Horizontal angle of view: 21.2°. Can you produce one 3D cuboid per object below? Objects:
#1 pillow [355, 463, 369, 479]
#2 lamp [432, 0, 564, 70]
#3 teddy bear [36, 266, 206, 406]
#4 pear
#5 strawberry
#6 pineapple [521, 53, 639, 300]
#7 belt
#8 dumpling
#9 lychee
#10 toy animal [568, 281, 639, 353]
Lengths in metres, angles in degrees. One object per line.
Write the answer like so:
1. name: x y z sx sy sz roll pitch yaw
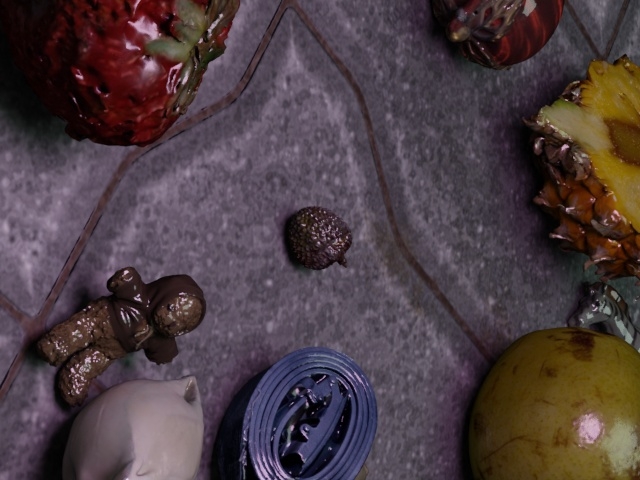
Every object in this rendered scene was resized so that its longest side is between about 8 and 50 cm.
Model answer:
1. pillow: -0.026 0.276 1.818 0.119 0.053 0.208 49 52 -18
2. lamp: 0.230 -0.285 2.057 0.223 0.215 0.151 -20 74 -18
3. teddy bear: -0.185 0.078 1.591 0.160 0.078 0.119 -27 129 -9
4. pear: 0.315 0.244 2.103 0.283 0.284 0.283 -2 93 -52
5. strawberry: -0.181 -0.231 1.497 0.274 0.220 0.274 25 90 -83
6. pineapple: 0.336 -0.080 2.233 0.286 0.209 0.344 16 51 -25
7. belt: -0.026 0.202 1.767 0.141 0.082 0.190 38 53 -8
8. dumpling: -0.181 0.205 1.575 0.124 0.151 0.229 45 29 1
9. lychee: 0.000 0.000 1.840 0.067 0.068 0.083 -35 106 1
10. toy animal: 0.433 0.176 2.396 0.255 0.090 0.170 39 58 -49
